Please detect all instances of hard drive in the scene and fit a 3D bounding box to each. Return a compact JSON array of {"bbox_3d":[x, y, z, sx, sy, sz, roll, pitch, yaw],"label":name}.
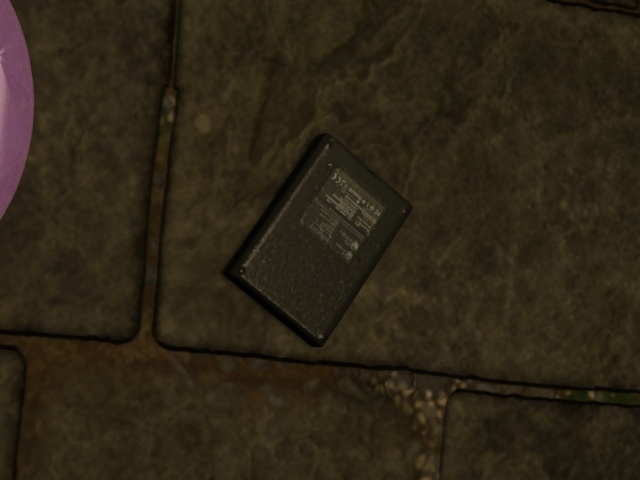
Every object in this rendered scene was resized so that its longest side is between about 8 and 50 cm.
[{"bbox_3d":[0.000,0.000,1.153,0.094,0.022,0.135,40,71,-19],"label":"hard drive"}]

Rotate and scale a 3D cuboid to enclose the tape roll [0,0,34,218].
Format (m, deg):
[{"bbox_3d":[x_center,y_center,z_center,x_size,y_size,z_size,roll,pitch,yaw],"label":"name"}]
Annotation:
[{"bbox_3d":[-0.321,-0.088,0.937,0.275,0.090,0.275,-4,100,-26],"label":"tape roll"}]
